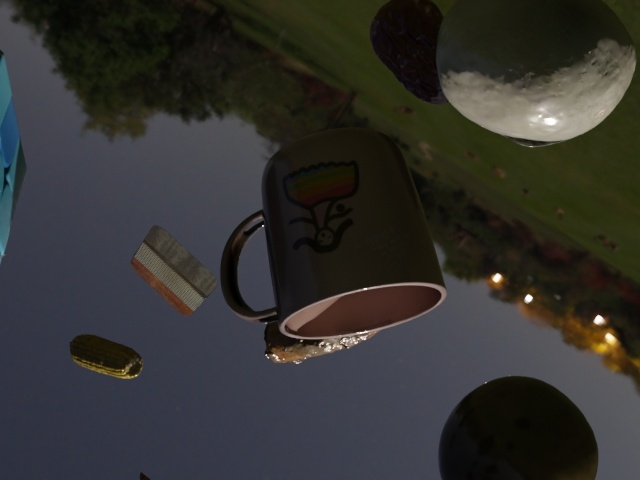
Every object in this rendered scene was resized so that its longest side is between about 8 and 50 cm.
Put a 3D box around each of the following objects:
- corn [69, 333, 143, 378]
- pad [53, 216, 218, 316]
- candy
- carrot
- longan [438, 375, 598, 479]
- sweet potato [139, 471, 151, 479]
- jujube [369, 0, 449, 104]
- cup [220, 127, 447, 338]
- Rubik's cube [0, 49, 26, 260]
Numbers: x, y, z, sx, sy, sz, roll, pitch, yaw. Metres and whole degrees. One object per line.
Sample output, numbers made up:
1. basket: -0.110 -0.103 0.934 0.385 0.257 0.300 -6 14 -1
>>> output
1. corn: -0.498 0.266 2.092 0.238 0.080 0.080 8 170 42
2. pad: -0.361 0.028 1.756 0.323 0.055 0.250 27 151 -11
3. candy: 0.313 -0.276 1.312 0.295 0.295 0.185 35 154 7
4. carrot: 0.017 0.179 1.805 0.102 0.263 0.102 -13 -90 -69
5. longan: 0.374 0.421 1.739 0.319 0.319 0.319 33 -170 -6
6. sweet potato: -0.365 0.543 1.966 0.095 0.034 0.034 51 -165 20
7. jujube: 0.202 -0.382 1.819 0.230 0.155 0.155 53 -165 15
8. cup: 0.000 0.000 1.058 0.191 0.253 0.200 39 -145 -65
9. Rubik's cube: -0.622 -0.104 1.336 0.291 0.290 0.291 6 -127 -4
